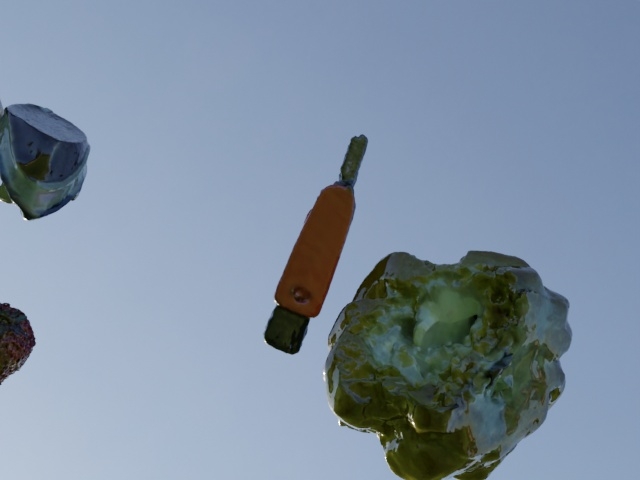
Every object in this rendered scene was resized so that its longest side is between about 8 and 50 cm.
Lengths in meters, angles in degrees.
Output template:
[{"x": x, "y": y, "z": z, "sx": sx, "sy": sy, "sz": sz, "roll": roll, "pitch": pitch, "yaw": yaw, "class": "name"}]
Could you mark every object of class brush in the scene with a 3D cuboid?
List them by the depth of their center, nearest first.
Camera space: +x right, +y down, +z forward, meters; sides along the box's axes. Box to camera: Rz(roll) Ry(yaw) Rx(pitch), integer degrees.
[{"x": 0.000, "y": 0.000, "z": 1.830, "sx": 0.070, "sy": 0.323, "sz": 0.051, "roll": 20, "pitch": -13, "yaw": -2, "class": "brush"}]

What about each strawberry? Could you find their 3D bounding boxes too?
[{"x": -0.369, "y": 0.123, "z": 1.525, "sx": 0.083, "sy": 0.083, "sz": 0.096, "roll": 29, "pitch": -67, "yaw": -11, "class": "strawberry"}]

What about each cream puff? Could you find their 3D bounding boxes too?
[{"x": 0.162, "y": 0.161, "z": 1.753, "sx": 0.269, "sy": 0.323, "sz": 0.274, "roll": 22, "pitch": -26, "yaw": 46, "class": "cream puff"}]

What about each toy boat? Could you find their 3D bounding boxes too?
[{"x": -0.324, "y": -0.080, "z": 1.510, "sx": 0.114, "sy": 0.262, "sz": 0.115, "roll": 20, "pitch": -82, "yaw": -18, "class": "toy boat"}]

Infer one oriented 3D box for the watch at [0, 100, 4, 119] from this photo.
[{"x": -0.488, "y": -0.142, "z": 1.693, "sx": 0.196, "sy": 0.231, "sz": 0.244, "roll": -18, "pitch": -62, "yaw": -1, "class": "watch"}]
